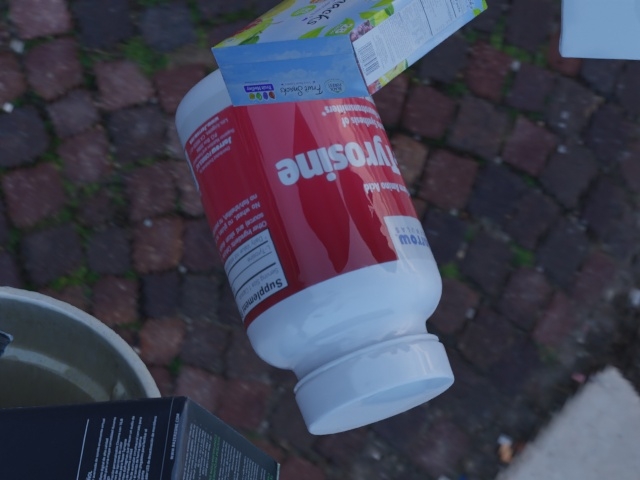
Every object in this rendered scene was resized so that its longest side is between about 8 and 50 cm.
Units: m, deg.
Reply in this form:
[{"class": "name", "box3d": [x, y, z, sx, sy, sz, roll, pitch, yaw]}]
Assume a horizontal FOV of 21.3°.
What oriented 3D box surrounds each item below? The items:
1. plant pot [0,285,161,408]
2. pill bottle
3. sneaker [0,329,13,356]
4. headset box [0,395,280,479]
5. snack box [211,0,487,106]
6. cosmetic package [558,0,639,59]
[{"class": "plant pot", "box3d": [-0.309, 0.264, 1.520, 0.333, 0.334, 0.305, -17, 143, -23]}, {"class": "pill bottle", "box3d": [0.000, 0.000, 1.929, 0.229, 0.229, 0.408, -13, 73, -24]}, {"class": "sneaker", "box3d": [-0.218, 0.022, 0.690, 0.170, 0.089, 0.051, 38, 44, -20]}, {"class": "headset box", "box3d": [-0.189, 0.238, 1.053, 0.131, 0.283, 0.246, 46, 43, -53]}, {"class": "snack box", "box3d": [0.030, -0.202, 1.616, 0.207, 0.174, 0.070, -41, 119, -40]}, {"class": "cosmetic package", "box3d": [0.349, -0.301, 1.650, 0.224, 0.138, 0.225, 4, 138, 9]}]
